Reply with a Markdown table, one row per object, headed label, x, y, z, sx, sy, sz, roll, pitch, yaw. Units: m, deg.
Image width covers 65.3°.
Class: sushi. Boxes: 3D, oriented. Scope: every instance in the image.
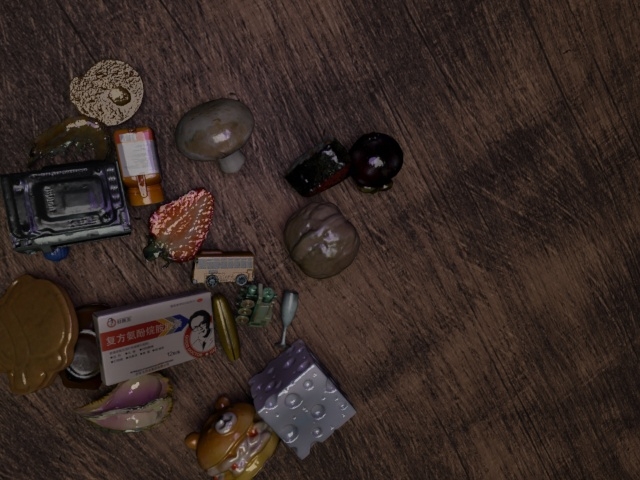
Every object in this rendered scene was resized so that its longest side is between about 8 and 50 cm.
| label | x | y | z | sx | sy | sz | roll | pitch | yaw |
| --- | --- | --- | --- | --- | --- | --- | --- | --- | --- |
| sushi | -0.006 | -0.232 | 1.583 | 0.225 | 0.136 | 0.126 | -21 | 117 | 36 |

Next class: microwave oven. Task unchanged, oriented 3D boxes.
| label | x | y | z | sx | sy | sz | roll | pitch | yaw |
| --- | --- | --- | --- | --- | --- | --- | --- | --- | --- |
| microwave oven | -0.706 | -0.094 | 1.403 | 0.296 | 0.181 | 0.237 | -11 | 91 | -22 |

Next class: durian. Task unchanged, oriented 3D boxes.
| label | x | y | z | sx | sy | sz | roll | pitch | yaw |
| --- | --- | --- | --- | --- | --- | --- | --- | --- | --- |
| durian | -0.603 | 0.550 | 1.609 | 0.306 | 0.185 | 0.195 | -16 | 122 | -7 |

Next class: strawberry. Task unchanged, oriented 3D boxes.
| label | x | y | z | sx | sy | sz | roll | pitch | yaw |
| --- | --- | --- | --- | --- | --- | --- | --- | --- | --- |
| strawberry | -0.436 | -0.035 | 1.560 | 0.188 | 0.106 | 0.286 | 40 | 75 | -4 |

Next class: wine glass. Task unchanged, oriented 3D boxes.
| label | x | y | z | sx | sy | sz | roll | pitch | yaw |
| --- | --- | --- | --- | --- | --- | --- | --- | --- | --- |
| wine glass | -0.113 | 0.269 | 1.722 | 0.066 | 0.066 | 0.197 | 9 | 96 | -15 |

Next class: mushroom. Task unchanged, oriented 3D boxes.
| label | x | y | z | sx | sy | sz | roll | pitch | yaw |
| --- | --- | --- | --- | --- | --- | --- | --- | --- | --- |
| mushroom | -0.301 | -0.300 | 1.505 | 0.244 | 0.243 | 0.243 | -2 | 100 | -14 |

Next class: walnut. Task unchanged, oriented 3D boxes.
| label | x | y | z | sx | sy | sz | roll | pitch | yaw |
| --- | --- | --- | --- | --- | --- | --- | --- | --- | --- |
| walnut | 0.000 | 0.000 | 1.615 | 0.249 | 0.248 | 0.248 | -2 | 100 | -14 |

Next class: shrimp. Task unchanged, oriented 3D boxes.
| label | x | y | z | sx | sy | sz | roll | pitch | yaw |
| --- | --- | --- | --- | --- | --- | --- | --- | --- | --- |
| shrimp | -0.732 | -0.263 | 1.470 | 0.253 | 0.058 | 0.173 | -35 | 122 | 5 |

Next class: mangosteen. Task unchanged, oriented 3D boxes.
| label | x | y | z | sx | sy | sz | roll | pitch | yaw |
| --- | --- | --- | --- | --- | --- | --- | --- | --- | --- |
| mangosteen | 0.179 | -0.240 | 1.648 | 0.194 | 0.194 | 0.230 | -16 | 125 | -11 |

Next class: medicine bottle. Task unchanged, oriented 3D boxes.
| label | x | y | z | sx | sy | sz | roll | pitch | yaw |
| --- | --- | --- | --- | --- | --- | --- | --- | --- | --- |
| medicine bottle | -0.534 | -0.220 | 1.483 | 0.112 | 0.149 | 0.221 | -10 | 102 | -13 |

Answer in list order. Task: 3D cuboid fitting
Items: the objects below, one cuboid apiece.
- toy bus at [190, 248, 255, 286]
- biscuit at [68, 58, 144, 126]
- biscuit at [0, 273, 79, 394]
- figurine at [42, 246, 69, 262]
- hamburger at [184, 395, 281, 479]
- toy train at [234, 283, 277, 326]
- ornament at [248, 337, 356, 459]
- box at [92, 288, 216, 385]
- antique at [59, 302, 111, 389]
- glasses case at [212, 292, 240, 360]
| label | x | y | z | sx | sy | sz | roll | pitch | yaw |
| --- | --- | --- | --- | --- | --- | --- | --- | --- | --- |
| toy bus | -0.317 | 0.086 | 1.618 | 0.201 | 0.098 | 0.114 | 0 | 97 | -15 |
| biscuit | -0.621 | -0.433 | 1.475 | 0.208 | 0.049 | 0.181 | -40 | 107 | -3 |
| biscuit | -0.857 | 0.282 | 1.462 | 0.351 | 0.057 | 0.312 | -46 | 74 | 7 |
| figurine | -0.791 | -0.012 | 1.501 | 0.087 | 0.086 | 0.149 | 22 | 82 | -40 |
| hamburger | -0.291 | 0.655 | 1.651 | 0.276 | 0.276 | 0.237 | -44 | 95 | -3 |
| toy train | -0.212 | 0.211 | 1.635 | 0.126 | 0.080 | 0.193 | 7 | 139 | -16 |
| ornament | -0.067 | 0.524 | 1.685 | 0.240 | 0.240 | 0.239 | -40 | 105 | -5 |
| box | -0.506 | 0.292 | 1.559 | 0.354 | 0.069 | 0.214 | -11 | 103 | -38 |
| antique | -0.720 | 0.332 | 1.545 | 0.224 | 0.129 | 0.277 | 15 | 97 | -19 |
| glasses case | -0.314 | 0.289 | 1.665 | 0.064 | 0.079 | 0.233 | -16 | 104 | -18 |
